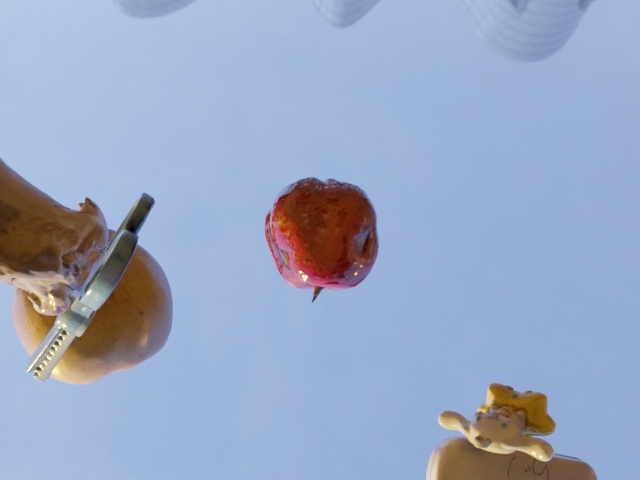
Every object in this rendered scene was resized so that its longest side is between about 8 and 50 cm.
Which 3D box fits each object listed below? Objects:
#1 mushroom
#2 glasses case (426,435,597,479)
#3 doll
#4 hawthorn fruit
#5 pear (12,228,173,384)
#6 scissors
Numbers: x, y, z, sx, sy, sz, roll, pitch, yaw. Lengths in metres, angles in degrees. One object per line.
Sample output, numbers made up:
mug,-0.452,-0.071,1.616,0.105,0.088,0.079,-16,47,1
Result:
mushroom,-0.235,-0.034,0.465,0.225,0.093,0.116,41,-108,-13
glasses case,0.238,0.297,0.952,0.234,0.059,0.092,16,-96,-17
doll,0.204,0.218,0.909,0.135,0.071,0.113,1,-165,16
hawthorn fruit,0.000,0.000,0.571,0.093,0.093,0.093,2,-119,-4
pear,-0.300,0.079,1.024,0.209,0.209,0.208,2,-119,-4
scissors,-0.231,0.061,0.754,0.030,0.256,0.125,31,-144,-16
